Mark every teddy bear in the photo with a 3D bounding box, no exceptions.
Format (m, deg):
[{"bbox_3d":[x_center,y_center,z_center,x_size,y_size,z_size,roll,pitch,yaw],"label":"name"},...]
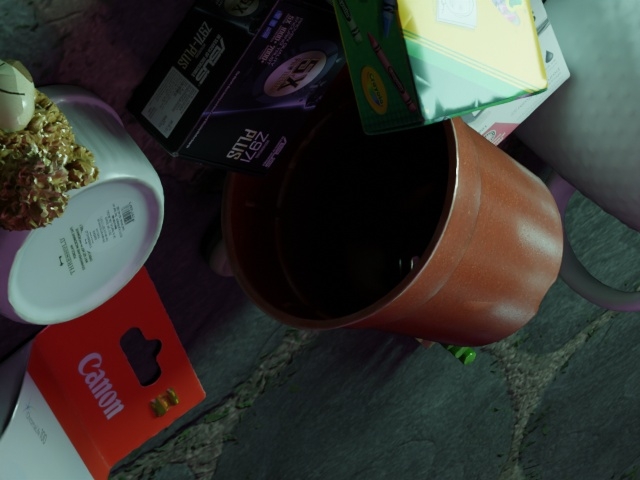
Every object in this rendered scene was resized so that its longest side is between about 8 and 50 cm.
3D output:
[{"bbox_3d":[-0.308,-0.057,1.439,0.338,0.245,0.113,-20,113,-38],"label":"teddy bear"}]

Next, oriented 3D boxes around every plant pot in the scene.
[{"bbox_3d":[0.089,-0.018,1.903,0.272,0.272,0.265,-53,143,12],"label":"plant pot"}]

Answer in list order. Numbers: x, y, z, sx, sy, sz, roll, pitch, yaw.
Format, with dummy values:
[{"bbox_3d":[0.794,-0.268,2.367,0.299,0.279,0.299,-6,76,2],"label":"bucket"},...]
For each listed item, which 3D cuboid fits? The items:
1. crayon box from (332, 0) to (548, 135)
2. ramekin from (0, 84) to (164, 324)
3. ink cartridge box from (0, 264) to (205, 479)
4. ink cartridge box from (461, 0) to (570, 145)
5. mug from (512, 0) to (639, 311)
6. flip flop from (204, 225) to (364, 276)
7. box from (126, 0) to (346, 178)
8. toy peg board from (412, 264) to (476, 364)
[{"bbox_3d":[0.089,-0.245,1.686,0.165,0.081,0.278,-18,96,-40],"label":"crayon box"},{"bbox_3d":[-0.234,-0.023,1.686,0.207,0.109,0.207,-32,147,-24],"label":"ramekin"},{"bbox_3d":[-0.277,0.234,1.968,0.385,0.091,0.308,-37,150,-12],"label":"ink cartridge box"},{"bbox_3d":[0.156,-0.193,1.989,0.158,0.092,0.218,-44,149,-4],"label":"ink cartridge box"},{"bbox_3d":[0.384,-0.094,2.158,0.276,0.328,0.374,3,125,-53],"label":"mug"},{"bbox_3d":[0.000,0.000,2.038,0.277,0.080,0.112,-11,135,-45],"label":"flip flop"},{"bbox_3d":[-0.066,-0.157,1.765,0.180,0.077,0.147,-55,150,15],"label":"box"},{"bbox_3d":[0.177,0.068,2.348,0.160,0.079,0.161,-46,151,1],"label":"toy peg board"}]
